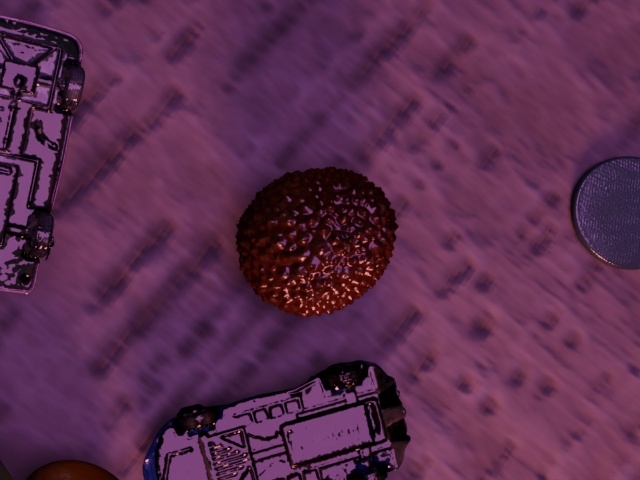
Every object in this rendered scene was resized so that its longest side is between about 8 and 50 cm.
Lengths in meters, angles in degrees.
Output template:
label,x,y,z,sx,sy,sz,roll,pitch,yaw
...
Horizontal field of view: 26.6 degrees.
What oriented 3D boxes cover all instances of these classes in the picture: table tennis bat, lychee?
label,x,y,z,sx,sy,sz,roll,pitch,yaw
table tennis bat,0.295,-0.020,1.207,0.155,0.019,0.100,11,86,-13
lychee,-0.001,-0.003,1.074,0.123,0.129,0.123,22,47,-25

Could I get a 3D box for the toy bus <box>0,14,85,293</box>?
label,x,y,z,sx,sy,sz,roll,pitch,yaw
toy bus,-0.241,-0.064,1.017,0.096,0.108,0.198,12,88,-19

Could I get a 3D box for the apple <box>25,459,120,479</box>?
label,x,y,z,sx,sy,sz,roll,pitch,yaw
apple,-0.189,0.227,1.031,0.102,0.099,0.114,17,59,-22

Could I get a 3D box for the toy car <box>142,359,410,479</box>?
label,x,y,z,sx,sy,sz,roll,pitch,yaw
toy car,-0.036,0.164,1.091,0.216,0.063,0.103,-15,92,-9

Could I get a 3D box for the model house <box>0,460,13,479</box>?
label,x,y,z,sx,sy,sz,roll,pitch,yaw
model house,-0.362,0.162,0.920,0.237,0.215,0.303,-37,100,-6
